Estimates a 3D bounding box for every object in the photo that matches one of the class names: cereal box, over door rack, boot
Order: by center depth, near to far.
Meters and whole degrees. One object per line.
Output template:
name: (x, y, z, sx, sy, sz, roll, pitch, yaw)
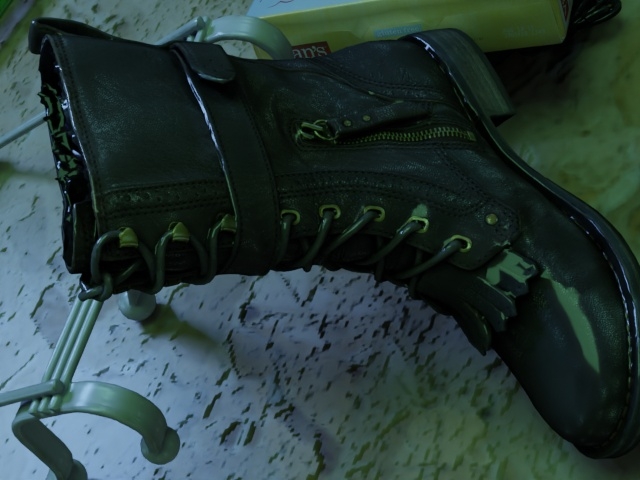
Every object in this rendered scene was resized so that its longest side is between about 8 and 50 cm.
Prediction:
boot: (0.000, 0.000, 0.545, 0.228, 0.091, 0.263, -8, 53, -30)
over door rack: (-0.162, 0.016, 0.701, 0.324, 0.108, 0.240, -8, 51, 37)
cereal box: (0.069, -0.187, 0.732, 0.173, 0.047, 0.240, -4, 41, 24)

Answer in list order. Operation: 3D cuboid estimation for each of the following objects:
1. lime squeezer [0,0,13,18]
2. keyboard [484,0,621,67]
lime squeezer: (-0.233, -0.269, 0.911, 0.109, 0.311, 0.059, -4, 3, -23)
keyboard: (0.120, -0.137, 0.727, 0.180, 0.023, 0.108, -39, 43, -5)
